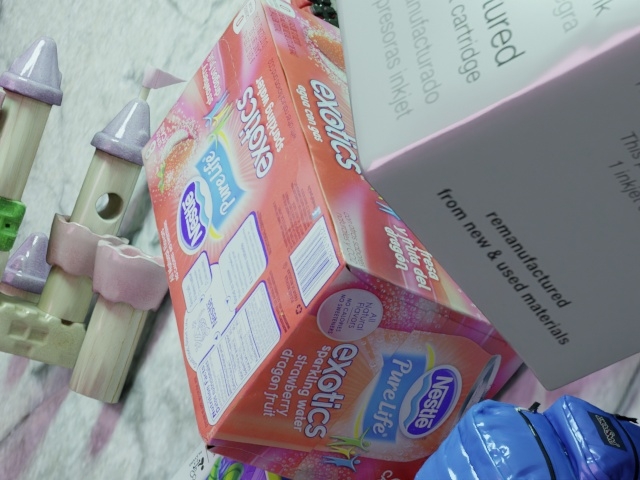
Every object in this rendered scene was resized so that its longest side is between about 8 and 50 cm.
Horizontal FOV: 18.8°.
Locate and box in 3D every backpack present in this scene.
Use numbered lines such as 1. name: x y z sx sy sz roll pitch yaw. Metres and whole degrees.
1. backpack: 0.110 0.126 0.942 0.101 0.120 0.098 -57 29 17

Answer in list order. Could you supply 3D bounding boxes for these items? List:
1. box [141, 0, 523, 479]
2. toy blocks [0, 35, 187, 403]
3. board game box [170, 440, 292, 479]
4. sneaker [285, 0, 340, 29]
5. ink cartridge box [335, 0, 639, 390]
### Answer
1. box: 0.000 0.000 1.198 0.154 0.142 0.300 -52 31 24
2. toy blocks: -0.282 -0.053 1.569 0.309 0.288 0.260 24 97 64
3. board game box: -0.086 0.287 1.198 0.347 0.078 0.233 -51 32 26
4. sneaker: -0.024 -0.189 1.438 0.093 0.088 0.225 -48 33 32
5. ink cartridge box: 0.207 -0.160 0.784 0.395 0.166 0.285 -26 43 19
